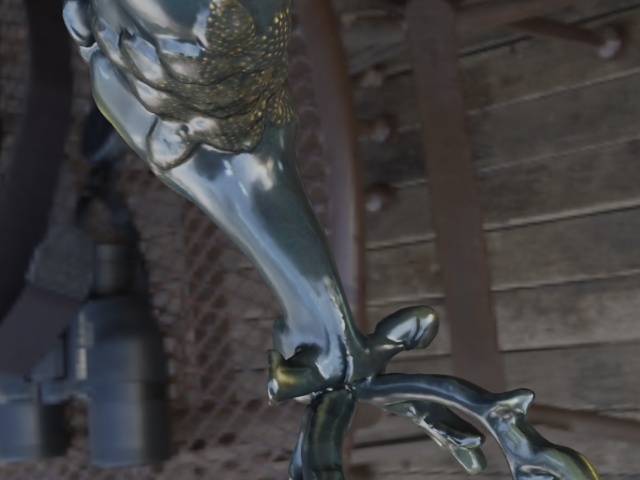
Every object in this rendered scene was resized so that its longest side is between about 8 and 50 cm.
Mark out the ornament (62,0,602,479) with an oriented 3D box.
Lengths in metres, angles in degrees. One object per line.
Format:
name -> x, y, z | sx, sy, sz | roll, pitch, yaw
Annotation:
ornament -> 0.000, 0.000, 0.423 | 0.236, 0.080, 0.202 | 62, 166, 19
